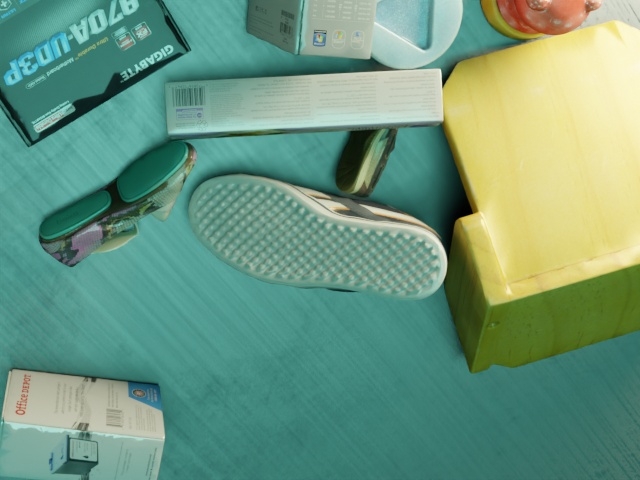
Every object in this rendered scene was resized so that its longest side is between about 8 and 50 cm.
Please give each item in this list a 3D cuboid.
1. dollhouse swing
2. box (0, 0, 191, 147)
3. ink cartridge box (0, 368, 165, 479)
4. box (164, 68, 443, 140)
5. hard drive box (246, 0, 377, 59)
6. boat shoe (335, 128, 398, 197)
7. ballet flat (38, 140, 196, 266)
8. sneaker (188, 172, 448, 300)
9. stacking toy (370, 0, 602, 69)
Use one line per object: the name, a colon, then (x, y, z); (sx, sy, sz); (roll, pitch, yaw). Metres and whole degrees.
dollhouse swing: (0.316, -0.053, 1.383); (0.347, 0.305, 0.315); (-17, 153, -7)
box: (-0.286, -0.236, 1.196); (0.220, 0.051, 0.175); (-31, 111, -2)
ink cartridge box: (-0.294, 0.230, 1.300); (0.191, 0.139, 0.082); (8, 108, -14)
box: (-0.020, -0.159, 1.242); (0.324, 0.063, 0.067); (-4, 90, -3)
hard drive box: (-0.006, -0.327, 1.153); (0.089, 0.181, 0.232); (-1, 109, -22)
boat shoe: (0.068, -0.126, 1.313); (0.049, 0.056, 0.152); (24, 94, -45)
ballet flat: (-0.231, -0.039, 1.269); (0.221, 0.077, 0.079); (-31, 133, 6)
sneaker: (0.000, 0.000, 1.308); (0.321, 0.127, 0.126); (17, 98, 8)
stacking toy: (0.165, -0.344, 1.217); (0.309, 0.130, 0.279); (-13, 110, -8)
